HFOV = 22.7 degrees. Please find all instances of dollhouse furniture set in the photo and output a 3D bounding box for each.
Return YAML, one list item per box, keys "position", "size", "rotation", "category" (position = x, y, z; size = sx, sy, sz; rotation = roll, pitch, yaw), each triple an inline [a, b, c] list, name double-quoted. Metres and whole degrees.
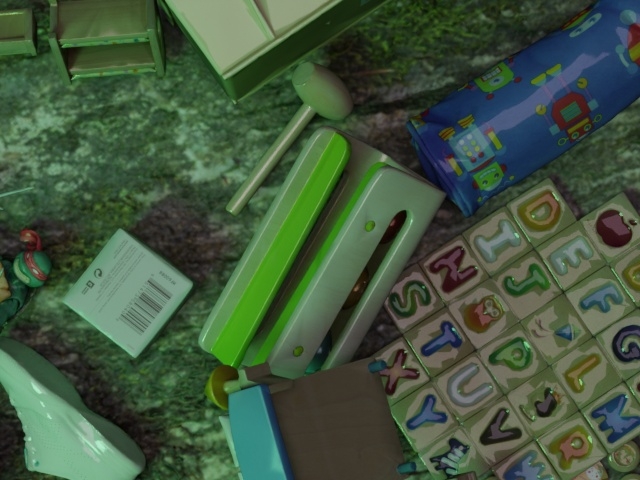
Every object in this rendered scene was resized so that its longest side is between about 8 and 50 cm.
- position: [0.002, 0.253, 1.611]
  size: [0.198, 0.286, 0.303]
  rotation: [-20, 86, 41]
  category: "dollhouse furniture set"
- position: [-0.263, -0.256, 1.707]
  size: [0.182, 0.101, 0.161]
  rotation: [-5, 64, 0]
  category: "dollhouse furniture set"

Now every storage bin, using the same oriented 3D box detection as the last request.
- position: [-0.024, -0.265, 1.604]
  size: [0.260, 0.262, 0.123]
  rotation: [-35, 89, -1]
  category: "storage bin"

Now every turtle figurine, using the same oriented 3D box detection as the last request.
- position: [-0.365, 0.055, 1.663]
  size: [0.234, 0.118, 0.175]
  rotation: [-31, 55, 12]
  category: "turtle figurine"

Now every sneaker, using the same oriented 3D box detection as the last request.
- position: [-0.290, 0.197, 1.687]
  size: [0.212, 0.080, 0.094]
  rotation: [44, 101, 0]
  category: "sneaker"

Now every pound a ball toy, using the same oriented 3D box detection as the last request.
- position: [0.000, 0.000, 1.669]
  size: [0.135, 0.208, 0.319]
  rotation: [24, 98, -42]
  category: "pound a ball toy"

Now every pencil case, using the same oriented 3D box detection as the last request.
- position: [0.235, -0.155, 1.673]
  size: [0.306, 0.133, 0.119]
  rotation: [-35, 125, -1]
  category: "pencil case"

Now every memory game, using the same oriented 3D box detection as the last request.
- position: [0.263, 0.270, 1.712]
  size: [0.186, 0.012, 0.186]
  rotation: [0, 88, 0]
  category: "memory game"

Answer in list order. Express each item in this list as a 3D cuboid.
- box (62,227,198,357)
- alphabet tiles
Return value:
- position: [-0.199, 0.055, 1.680]
  size: [0.102, 0.087, 0.101]
  rotation: [38, 88, 2]
  category: "box"
- position: [0.230, 0.110, 1.709]
  size: [0.342, 0.011, 0.285]
  rotation: [-33, 85, -1]
  category: "alphabet tiles"
